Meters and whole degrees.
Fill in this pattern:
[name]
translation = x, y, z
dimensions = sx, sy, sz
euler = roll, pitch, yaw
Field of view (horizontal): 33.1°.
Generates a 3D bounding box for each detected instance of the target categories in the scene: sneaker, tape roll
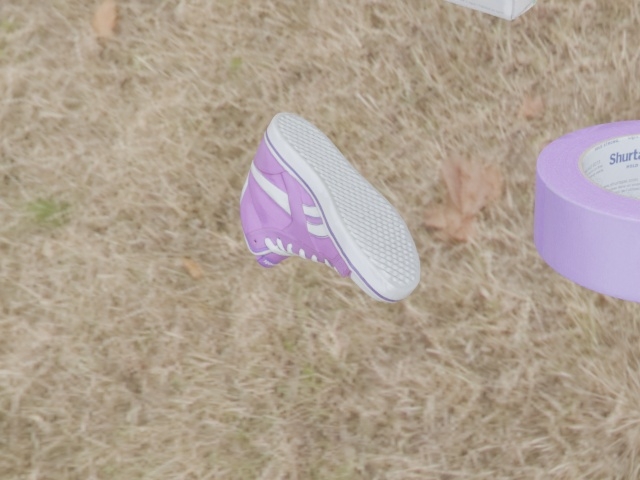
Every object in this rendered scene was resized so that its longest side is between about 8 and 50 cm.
[sneaker]
translation = 0.001, 0.000, 1.247
dimensions = 0.282, 0.102, 0.161
euler = 55, 127, 35
[tape roll]
translation = 0.359, -0.036, 1.107
dimensions = 0.274, 0.275, 0.090
euler = 7, 118, 18

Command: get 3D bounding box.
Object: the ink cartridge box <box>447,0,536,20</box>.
[ink cartridge box]
translation = 0.094, -0.302, 0.858
dimensions = 0.181, 0.225, 0.056
euler = 25, 49, 27
